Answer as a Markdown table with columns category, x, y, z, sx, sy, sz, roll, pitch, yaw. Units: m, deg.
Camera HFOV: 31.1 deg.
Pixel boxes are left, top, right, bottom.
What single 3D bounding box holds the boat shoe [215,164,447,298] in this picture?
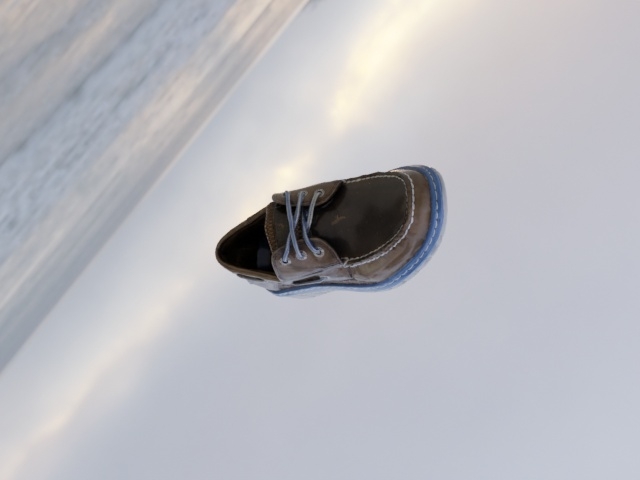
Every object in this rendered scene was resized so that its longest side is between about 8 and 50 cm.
| category | x | y | z | sx | sy | sz | roll | pitch | yaw |
| --- | --- | --- | --- | --- | --- | --- | --- | --- | --- |
| boat shoe | 0.000 | 0.000 | 0.669 | 0.183 | 0.066 | 0.066 | -26 | -118 | 53 |
